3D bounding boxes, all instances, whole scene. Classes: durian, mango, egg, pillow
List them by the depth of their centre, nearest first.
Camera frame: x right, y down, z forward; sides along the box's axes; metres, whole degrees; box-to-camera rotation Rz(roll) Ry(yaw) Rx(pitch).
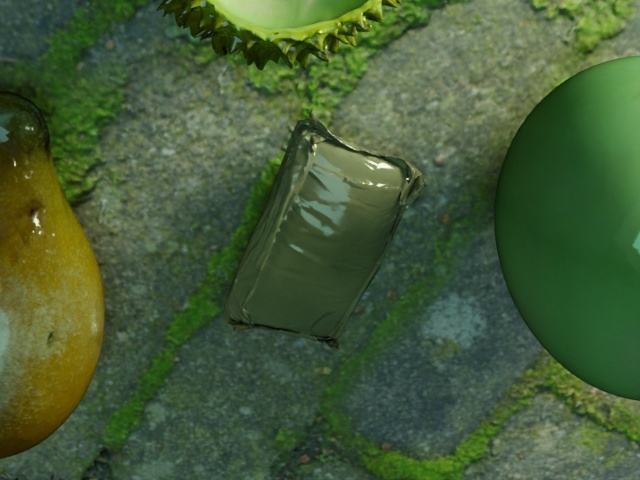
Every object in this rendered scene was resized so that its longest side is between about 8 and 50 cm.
[{"bbox_3d":[-0.046,-0.229,0.641,0.237,0.176,0.200,29,115,-11],"label":"durian"},{"bbox_3d":[0.244,-0.004,0.724,0.220,0.220,0.269,-17,116,9],"label":"egg"},{"bbox_3d":[-0.277,0.034,0.800,0.193,0.146,0.316,1,111,-8],"label":"mango"},{"bbox_3d":[0.000,0.000,0.824,0.119,0.053,0.208,19,116,-13],"label":"pillow"}]
